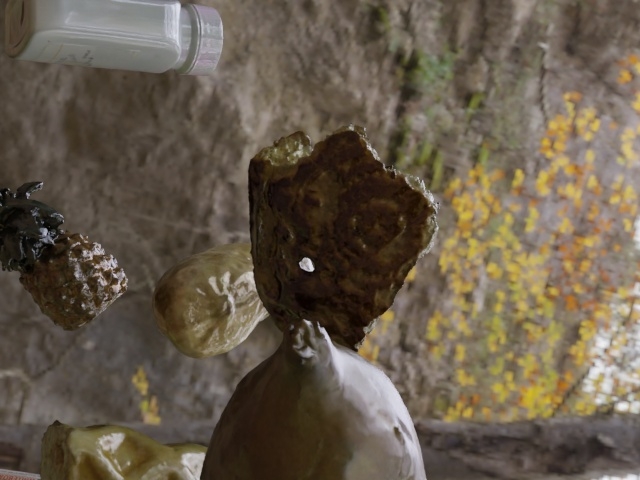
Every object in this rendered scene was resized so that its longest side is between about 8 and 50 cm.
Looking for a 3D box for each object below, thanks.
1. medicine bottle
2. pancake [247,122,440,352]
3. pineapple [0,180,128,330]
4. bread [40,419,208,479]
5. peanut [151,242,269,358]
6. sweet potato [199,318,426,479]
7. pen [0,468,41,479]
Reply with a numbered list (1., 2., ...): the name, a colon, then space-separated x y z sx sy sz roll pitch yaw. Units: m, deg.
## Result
1. medicine bottle: -0.296 -0.304 1.714 0.161 0.296 0.111 -10 -101 60
2. pancake: 0.000 0.000 1.240 0.212 0.056 0.257 34 -73 13
3. pineapple: -0.336 0.001 1.355 0.119 0.237 0.111 -44 -161 -4
4. bread: -0.125 0.250 1.058 0.152 0.267 0.130 -49 -148 45
5. peanut: -0.118 0.068 1.461 0.253 0.137 0.122 -36 117 -76
6. sweet potato: -0.007 0.188 0.705 0.158 0.157 0.370 -121 -143 -52
7. pen: -0.373 0.313 1.526 0.026 0.218 0.026 8 90 -89
